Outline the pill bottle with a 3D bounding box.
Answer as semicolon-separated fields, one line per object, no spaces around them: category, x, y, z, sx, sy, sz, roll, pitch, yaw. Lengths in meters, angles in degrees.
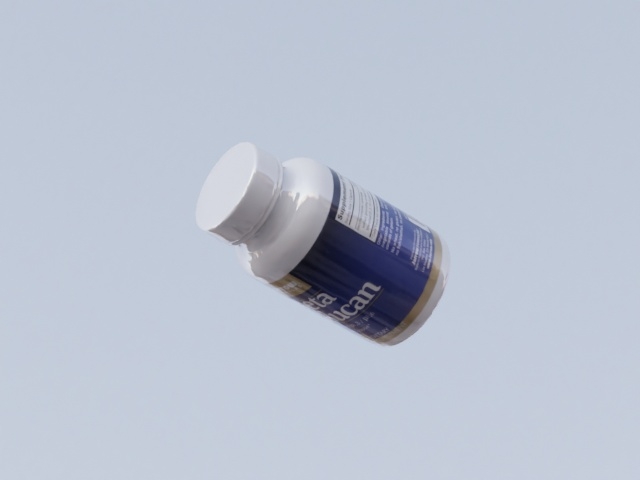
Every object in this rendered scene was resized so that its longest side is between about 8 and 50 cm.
pill bottle;0.000;0.000;1.367;0.169;0.094;0.094;30;-52;-27
